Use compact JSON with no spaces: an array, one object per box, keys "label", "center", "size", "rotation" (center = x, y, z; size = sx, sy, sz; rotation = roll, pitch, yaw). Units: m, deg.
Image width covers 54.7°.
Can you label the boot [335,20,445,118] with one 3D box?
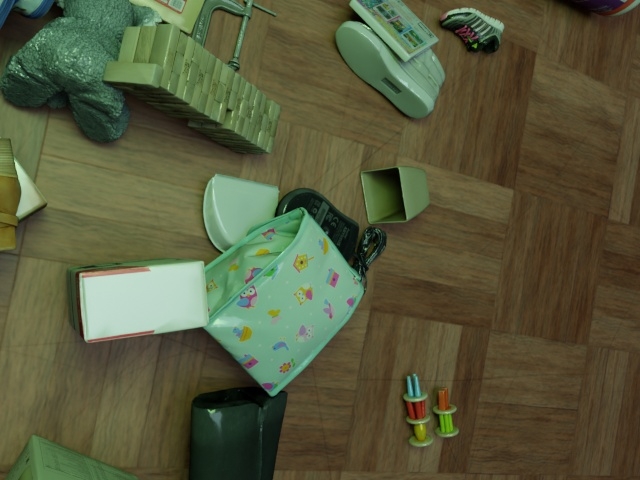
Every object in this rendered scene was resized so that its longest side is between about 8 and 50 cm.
[{"label":"boot","center":[0.147,-0.371,1.249],"size":[0.258,0.095,0.123],"rotation":[39,62,-26]}]

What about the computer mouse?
[{"label":"computer mouse","center":[0.000,0.000,1.195],"size":[0.272,0.072,0.188],"rotation":[39,73,-35]}]

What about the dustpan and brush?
[{"label":"dustpan and brush","center":[-0.155,-0.003,1.125],"size":[0.147,0.060,0.211],"rotation":[9,81,-38]}]

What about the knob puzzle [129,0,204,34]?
[{"label":"knob puzzle","center":[-0.271,-0.477,1.054],"size":[0.213,0.030,0.213],"rotation":[-1,93,-26]}]

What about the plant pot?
[{"label":"plant pot","center":[0.159,-0.097,1.252],"size":[0.096,0.109,0.109],"rotation":[-16,99,-39]}]

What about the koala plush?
[{"label":"koala plush","center":[-0.349,-0.302,0.945],"size":[0.196,0.203,0.221],"rotation":[25,67,-21]}]

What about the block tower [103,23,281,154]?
[{"label":"block tower","center":[-0.179,-0.227,0.977],"size":[0.335,0.091,0.097],"rotation":[19,81,-63]}]

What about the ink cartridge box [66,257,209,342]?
[{"label":"ink cartridge box","center":[-0.290,0.083,0.952],"size":[0.172,0.237,0.100],"rotation":[-5,92,-27]}]

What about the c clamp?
[{"label":"c clamp","center":[-0.161,-0.374,1.118],"size":[0.137,0.022,0.160],"rotation":[22,82,-26]}]

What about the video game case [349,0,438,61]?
[{"label":"video game case","center":[0.147,-0.428,1.215],"size":[0.157,0.019,0.143],"rotation":[46,45,2]}]

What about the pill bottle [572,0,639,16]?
[{"label":"pill bottle","center":[0.595,-0.644,1.403],"size":[0.323,0.181,0.181],"rotation":[12,87,-27]}]

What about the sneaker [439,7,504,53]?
[{"label":"sneaker","center":[0.331,-0.450,1.342],"size":[0.170,0.063,0.074],"rotation":[5,84,-32]}]

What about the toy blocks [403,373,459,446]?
[{"label":"toy blocks","center":[0.237,0.353,1.332],"size":[0.123,0.054,0.148],"rotation":[-10,96,-26]}]

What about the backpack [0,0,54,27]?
[{"label":"backpack","center":[-0.451,-0.397,0.787],"size":[0.263,0.276,0.213],"rotation":[-50,144,15]}]

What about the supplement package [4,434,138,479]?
[{"label":"supplement package","center":[-0.380,0.448,0.905],"size":[0.198,0.263,0.199],"rotation":[34,76,-24]}]

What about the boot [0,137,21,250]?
[{"label":"boot","center":[-0.483,-0.052,0.775],"size":[0.197,0.073,0.152],"rotation":[-4,97,-24]}]

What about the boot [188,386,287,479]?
[{"label":"boot","center":[-0.188,0.477,0.992],"size":[0.146,0.367,0.445],"rotation":[10,91,17]}]

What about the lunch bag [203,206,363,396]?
[{"label":"lunch bag","center":[-0.069,0.094,1.076],"size":[0.262,0.160,0.223],"rotation":[-42,122,-8]}]

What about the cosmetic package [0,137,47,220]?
[{"label":"cosmetic package","center":[-0.552,-0.022,0.863],"size":[0.296,0.153,0.129],"rotation":[-36,106,-20]}]
